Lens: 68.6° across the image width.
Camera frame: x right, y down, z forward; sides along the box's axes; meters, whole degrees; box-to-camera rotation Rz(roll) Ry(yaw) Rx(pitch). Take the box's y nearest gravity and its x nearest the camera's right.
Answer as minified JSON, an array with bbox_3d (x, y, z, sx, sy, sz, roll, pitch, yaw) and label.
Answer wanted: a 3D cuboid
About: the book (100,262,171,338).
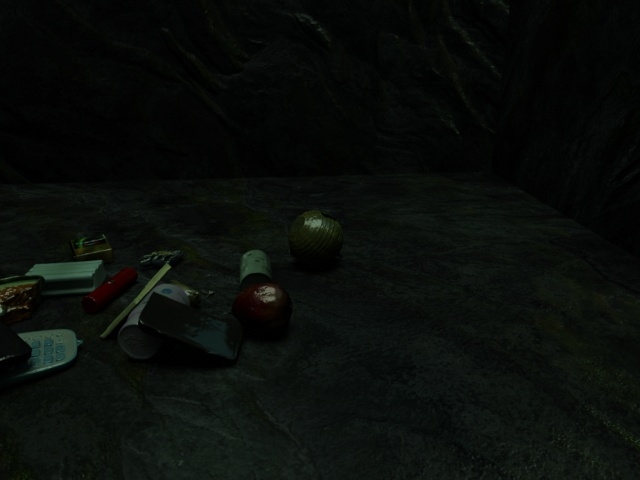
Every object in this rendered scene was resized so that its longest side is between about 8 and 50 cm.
[{"bbox_3d":[-0.634,0.205,1.632,0.026,0.201,0.289,42,18,-12],"label":"book"}]

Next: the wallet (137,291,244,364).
[{"bbox_3d":[-0.385,0.265,1.415,0.310,0.042,0.165,26,29,-14],"label":"wallet"}]

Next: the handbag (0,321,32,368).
[{"bbox_3d":[-0.983,0.305,1.344,0.333,0.074,0.192,15,24,36],"label":"handbag"}]

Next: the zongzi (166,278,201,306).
[{"bbox_3d":[-0.537,0.223,1.695,0.160,0.078,0.176,14,36,32],"label":"zongzi"}]

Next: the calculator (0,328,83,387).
[{"bbox_3d":[-0.922,0.352,1.400,0.387,0.054,0.256,-10,23,-26],"label":"calculator"}]

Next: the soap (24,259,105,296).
[{"bbox_3d":[-1.018,0.152,1.870,0.266,0.087,0.159,-4,21,-8],"label":"soap"}]

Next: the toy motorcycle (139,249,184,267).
[{"bbox_3d":[-0.697,0.084,2.072,0.194,0.061,0.124,-8,25,-22],"label":"toy motorcycle"}]

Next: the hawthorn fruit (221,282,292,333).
[{"bbox_3d":[-0.210,0.221,1.540,0.236,0.181,0.181,-1,21,2],"label":"hawthorn fruit"}]

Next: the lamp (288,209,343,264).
[{"bbox_3d":[0.000,0.000,2.048,0.284,0.250,0.250,35,4,-29],"label":"lamp"}]

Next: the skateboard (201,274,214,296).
[{"bbox_3d":[-0.442,0.169,1.806,0.064,0.083,0.032,16,27,39],"label":"skateboard"}]

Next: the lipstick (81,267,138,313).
[{"bbox_3d":[-0.803,0.184,1.804,0.073,0.073,0.279,2,21,9],"label":"lipstick"}]

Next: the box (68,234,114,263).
[{"bbox_3d":[-1.061,0.047,2.170,0.160,0.071,0.240,-17,26,-29],"label":"box"}]

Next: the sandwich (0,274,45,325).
[{"bbox_3d":[-1.130,0.223,1.680,0.212,0.109,0.292,25,36,32],"label":"sandwich"}]

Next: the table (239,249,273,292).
[{"bbox_3d":[-0.252,0.134,1.832,0.127,0.126,0.220,-4,22,-8],"label":"table"}]

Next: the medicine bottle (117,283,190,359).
[{"bbox_3d":[-0.526,0.254,1.498,0.152,0.151,0.254,1,20,5],"label":"medicine bottle"}]
